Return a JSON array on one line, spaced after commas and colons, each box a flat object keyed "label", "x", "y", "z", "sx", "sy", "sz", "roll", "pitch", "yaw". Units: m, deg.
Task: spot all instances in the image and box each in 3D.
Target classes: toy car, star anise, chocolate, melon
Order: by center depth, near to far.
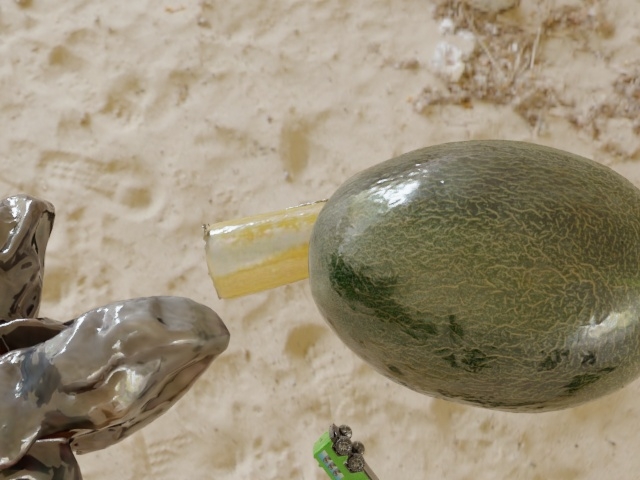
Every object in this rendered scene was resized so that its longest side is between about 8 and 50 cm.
[{"label": "star anise", "x": -0.157, "y": 0.091, "z": 0.354, "sx": 0.212, "sy": 0.129, "sz": 0.282, "roll": 15, "pitch": 65, "yaw": 0}, {"label": "melon", "x": 0.074, "y": 0.014, "z": 0.401, "sx": 0.167, "sy": 0.114, "sz": 0.114, "roll": 8, "pitch": 60, "yaw": 29}, {"label": "chocolate", "x": 0.000, "y": 0.000, "z": 0.921, "sx": 0.219, "sy": 0.085, "sz": 0.085, "roll": -12, "pitch": 59, "yaw": 10}, {"label": "toy car", "x": 0.054, "y": 0.348, "z": 1.406, "sx": 0.062, "sy": 0.071, "sz": 0.165, "roll": -36, "pitch": 94, "yaw": 5}]
